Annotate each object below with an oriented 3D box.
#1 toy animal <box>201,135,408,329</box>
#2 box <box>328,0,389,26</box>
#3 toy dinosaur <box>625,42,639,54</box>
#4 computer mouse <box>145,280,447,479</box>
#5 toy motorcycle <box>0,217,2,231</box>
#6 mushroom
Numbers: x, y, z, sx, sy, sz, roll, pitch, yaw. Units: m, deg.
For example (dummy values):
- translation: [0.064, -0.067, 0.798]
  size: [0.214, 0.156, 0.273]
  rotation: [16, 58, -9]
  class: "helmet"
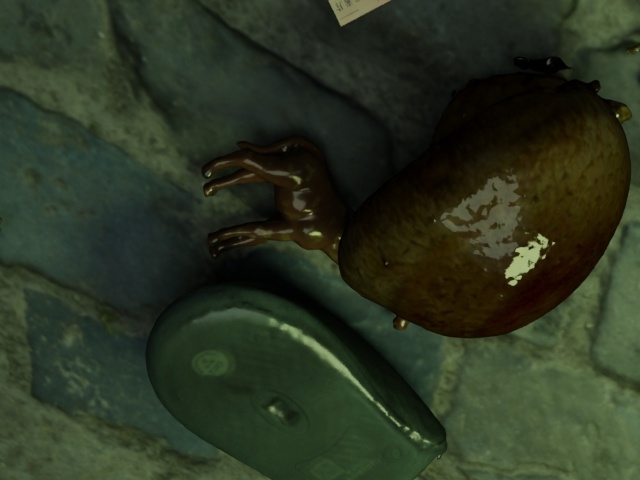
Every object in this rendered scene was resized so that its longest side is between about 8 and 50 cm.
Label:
- translation: [0.000, 0.000, 0.911]
  size: [0.229, 0.066, 0.224]
  rotation: [-5, 113, -4]
  class: "toy animal"
- translation: [0.046, -0.244, 0.823]
  size: [0.093, 0.015, 0.058]
  rotation: [-24, 109, 14]
  class: "box"
- translation: [0.352, -0.217, 0.810]
  size: [0.162, 0.039, 0.126]
  rotation: [-23, 121, 8]
  class: "toy dinosaur"
- translation: [-0.020, 0.163, 0.955]
  size: [0.188, 0.122, 0.371]
  rotation: [-37, 114, 21]
  class: "computer mouse"
- translation: [-0.406, 0.040, 0.941]
  size: [0.122, 0.082, 0.213]
  rotation: [37, 112, -11]
  class: "toy motorcycle"
- translation: [0.161, -0.034, 0.795]
  size: [0.195, 0.263, 0.283]
  rotation: [35, 80, 15]
  class: "mushroom"
